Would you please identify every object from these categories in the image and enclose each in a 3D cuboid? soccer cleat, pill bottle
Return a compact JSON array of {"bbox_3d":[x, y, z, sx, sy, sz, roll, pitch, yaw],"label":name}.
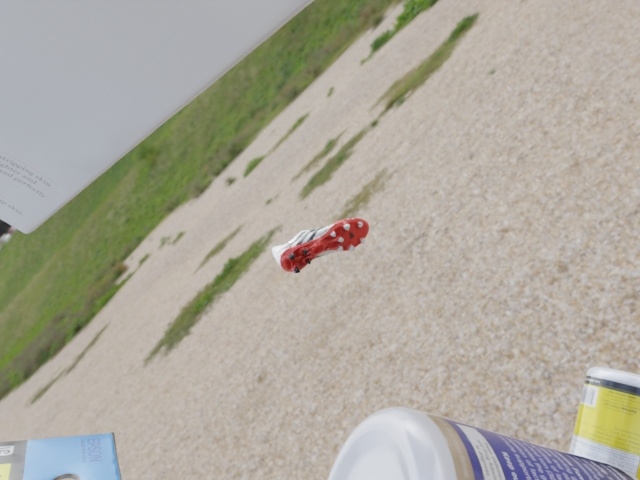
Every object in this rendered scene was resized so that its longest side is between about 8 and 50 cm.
[{"bbox_3d":[0.000,0.000,0.544,0.083,0.029,0.035,-26,31,-20],"label":"soccer cleat"},{"bbox_3d":[0.143,0.215,0.457,0.153,0.265,0.153,-55,24,40],"label":"pill bottle"},{"bbox_3d":[0.297,0.224,0.666,0.103,0.103,0.184,176,110,-71],"label":"pill bottle"}]

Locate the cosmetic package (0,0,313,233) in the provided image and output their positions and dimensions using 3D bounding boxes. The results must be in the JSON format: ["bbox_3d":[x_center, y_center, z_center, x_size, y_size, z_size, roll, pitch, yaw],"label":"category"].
[{"bbox_3d":[-0.169,-0.178,0.431,0.385,0.217,0.156,-26,40,36],"label":"cosmetic package"}]

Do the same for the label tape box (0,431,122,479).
[{"bbox_3d":[-0.301,0.225,0.436,0.240,0.334,0.105,-158,73,-68],"label":"label tape box"}]
